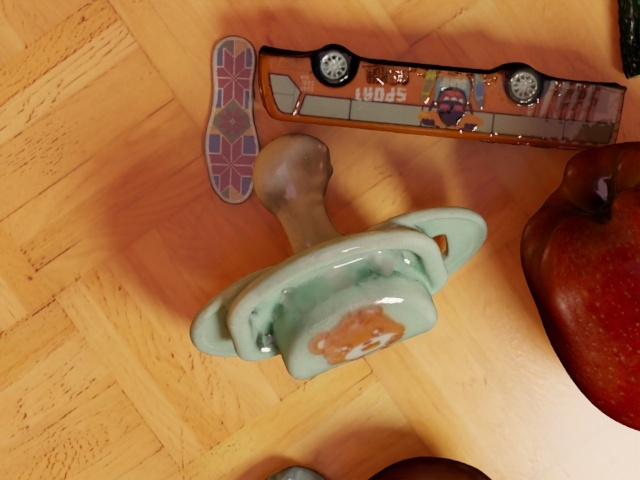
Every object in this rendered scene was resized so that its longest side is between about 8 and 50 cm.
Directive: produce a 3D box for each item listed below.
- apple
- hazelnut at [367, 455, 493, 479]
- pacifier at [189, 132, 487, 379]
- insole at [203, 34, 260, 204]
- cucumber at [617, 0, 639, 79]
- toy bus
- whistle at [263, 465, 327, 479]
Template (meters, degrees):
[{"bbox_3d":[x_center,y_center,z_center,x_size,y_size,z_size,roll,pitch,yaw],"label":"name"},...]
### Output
[{"bbox_3d":[0.371,0.049,1.544,0.288,0.288,0.317,-41,115,2],"label":"apple"},{"bbox_3d":[0.130,0.355,1.604,0.230,0.229,0.229,0,96,-2],"label":"hazelnut"},{"bbox_3d":[0.000,0.000,1.563,0.343,0.288,0.269,-23,71,-4],"label":"pacifier"},{"bbox_3d":[-0.100,-0.137,1.642,0.065,0.006,0.193,2,97,-3],"label":"insole"},{"bbox_3d":[0.365,-0.276,1.625,0.058,0.058,0.187,-1,98,-2],"label":"cucumber"},{"bbox_3d":[0.131,-0.162,1.608,0.409,0.093,0.092,6,99,-2],"label":"toy bus"},{"bbox_3d":[-0.078,0.423,1.632,0.189,0.189,0.347,25,84,-5],"label":"whistle"}]
